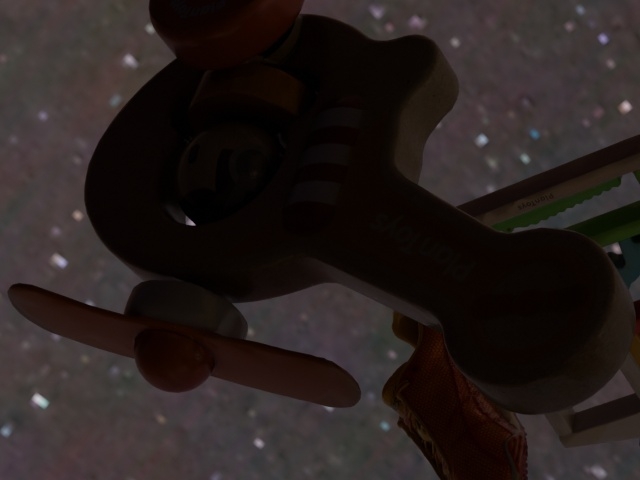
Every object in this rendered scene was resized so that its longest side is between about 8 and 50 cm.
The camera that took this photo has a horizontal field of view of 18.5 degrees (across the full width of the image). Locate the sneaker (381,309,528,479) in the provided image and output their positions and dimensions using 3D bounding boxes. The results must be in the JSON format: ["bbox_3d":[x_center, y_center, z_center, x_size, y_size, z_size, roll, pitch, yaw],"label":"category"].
[{"bbox_3d":[0.067,0.095,0.979,0.067,0.064,0.175,-7,-138,-3],"label":"sneaker"}]

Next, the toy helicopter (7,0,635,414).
[{"bbox_3d":[0.000,0.000,0.957,0.235,0.140,0.355,-49,-137,-12],"label":"toy helicopter"}]

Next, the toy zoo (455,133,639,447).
[{"bbox_3d":[0.240,0.065,1.603,0.192,0.293,0.030,-22,-152,25],"label":"toy zoo"}]
